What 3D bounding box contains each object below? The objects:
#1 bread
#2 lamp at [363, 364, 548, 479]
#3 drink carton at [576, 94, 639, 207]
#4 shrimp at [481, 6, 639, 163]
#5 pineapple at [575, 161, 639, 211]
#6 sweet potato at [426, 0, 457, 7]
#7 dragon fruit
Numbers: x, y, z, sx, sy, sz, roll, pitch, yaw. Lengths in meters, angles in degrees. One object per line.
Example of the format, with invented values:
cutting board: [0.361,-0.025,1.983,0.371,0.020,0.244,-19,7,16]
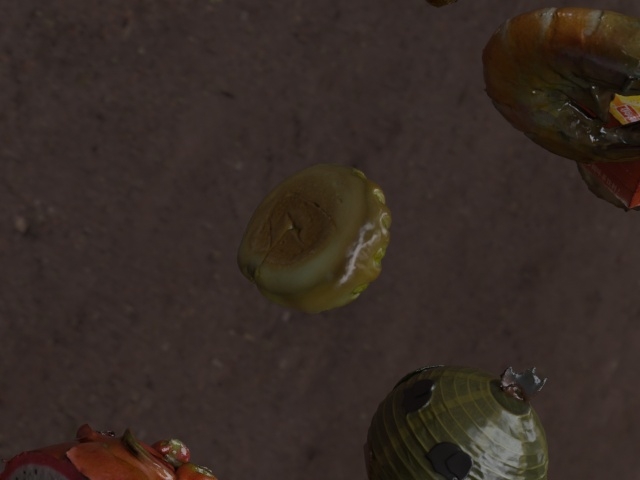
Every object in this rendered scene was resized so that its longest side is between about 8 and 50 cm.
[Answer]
bread: [0.000,0.000,2.002,0.104,0.213,0.213,39,78,-37]
lamp: [0.197,0.270,2.154,0.284,0.250,0.250,-50,155,26]
drink carton: [0.330,-0.106,1.431,0.222,0.096,0.071,-18,140,-30]
shrimp: [0.244,-0.121,1.288,0.068,0.248,0.150,-59,139,-37]
pineapple: [0.407,-0.130,1.829,0.310,0.141,0.170,-27,144,-43]
sweet potato: [0.209,-0.386,2.071,0.244,0.077,0.077,-47,157,28]
dragon fruit: [-0.249,0.373,2.029,0.225,0.305,0.305,-10,120,-47]
